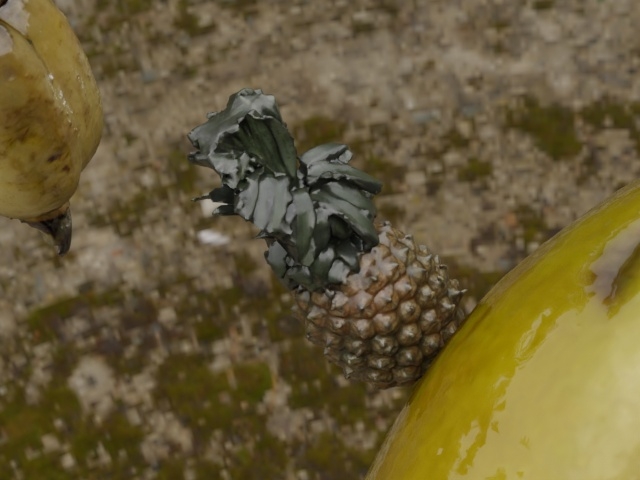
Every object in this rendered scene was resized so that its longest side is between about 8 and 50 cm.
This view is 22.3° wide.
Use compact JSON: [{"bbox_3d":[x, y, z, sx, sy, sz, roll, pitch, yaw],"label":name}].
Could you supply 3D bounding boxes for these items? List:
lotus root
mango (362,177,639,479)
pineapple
[{"bbox_3d":[-0.201,-0.082,1.051,0.118,0.221,0.125,21,55,26],"label":"lotus root"},{"bbox_3d":[0.129,0.162,0.699,0.301,0.445,0.220,11,27,-47],"label":"mango"},{"bbox_3d":[0.000,0.000,0.700,0.074,0.159,0.074,-22,42,21],"label":"pineapple"}]
